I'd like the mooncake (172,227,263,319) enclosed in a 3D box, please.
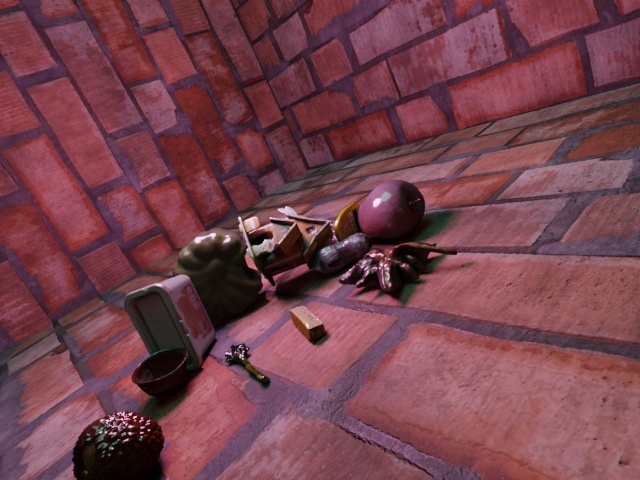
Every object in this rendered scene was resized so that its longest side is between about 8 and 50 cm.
[{"bbox_3d":[-0.402,0.131,1.560,0.351,0.351,0.187,-26,15,-1],"label":"mooncake"}]

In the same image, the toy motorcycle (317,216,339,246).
[{"bbox_3d":[0.000,0.000,1.750,0.327,0.143,0.188,16,42,41],"label":"toy motorcycle"}]

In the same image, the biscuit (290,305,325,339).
[{"bbox_3d":[-0.042,0.247,1.229,0.056,0.052,0.188,-14,14,-19],"label":"biscuit"}]

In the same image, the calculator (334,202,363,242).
[{"bbox_3d":[0.128,-0.070,1.633,0.032,0.146,0.235,-2,26,38],"label":"calculator"}]

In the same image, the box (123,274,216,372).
[{"bbox_3d":[-0.490,0.272,1.367,0.175,0.311,0.182,-19,11,17],"label":"box"}]

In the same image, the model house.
[{"bbox_3d":[-0.129,-0.053,1.580,0.324,0.340,0.300,-21,-26,-2],"label":"model house"}]

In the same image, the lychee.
[{"bbox_3d":[-0.461,0.484,0.930,0.188,0.188,0.188,-23,18,8],"label":"lychee"}]

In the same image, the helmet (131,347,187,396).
[{"bbox_3d":[-0.472,0.415,1.237,0.175,0.106,0.155,-26,23,-10],"label":"helmet"}]

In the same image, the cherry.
[{"bbox_3d":[0.271,-0.113,1.576,0.261,0.221,0.307,-33,-1,-43],"label":"cherry"}]

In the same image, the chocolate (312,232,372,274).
[{"bbox_3d":[0.082,0.051,1.531,0.248,0.110,0.110,-22,17,-1],"label":"chocolate"}]

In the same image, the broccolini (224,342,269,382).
[{"bbox_3d":[-0.207,0.363,1.172,0.058,0.071,0.254,13,0,-36],"label":"broccolini"}]

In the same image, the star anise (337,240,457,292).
[{"bbox_3d":[0.230,0.071,1.275,0.292,0.109,0.350,-40,23,-25],"label":"star anise"}]
